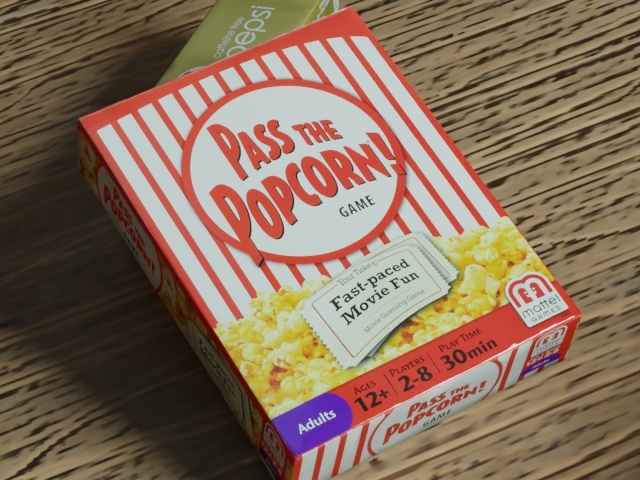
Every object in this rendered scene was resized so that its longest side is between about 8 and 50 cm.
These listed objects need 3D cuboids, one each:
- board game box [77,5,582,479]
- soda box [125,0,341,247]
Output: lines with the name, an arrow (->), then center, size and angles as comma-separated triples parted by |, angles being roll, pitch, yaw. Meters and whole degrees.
board game box -> 0.000, 0.000, 0.880 | 0.147, 0.045, 0.193 | -25, 63, -20
soda box -> -0.044, -0.069, 1.015 | 0.058, 0.061, 0.181 | 8, 41, 20
